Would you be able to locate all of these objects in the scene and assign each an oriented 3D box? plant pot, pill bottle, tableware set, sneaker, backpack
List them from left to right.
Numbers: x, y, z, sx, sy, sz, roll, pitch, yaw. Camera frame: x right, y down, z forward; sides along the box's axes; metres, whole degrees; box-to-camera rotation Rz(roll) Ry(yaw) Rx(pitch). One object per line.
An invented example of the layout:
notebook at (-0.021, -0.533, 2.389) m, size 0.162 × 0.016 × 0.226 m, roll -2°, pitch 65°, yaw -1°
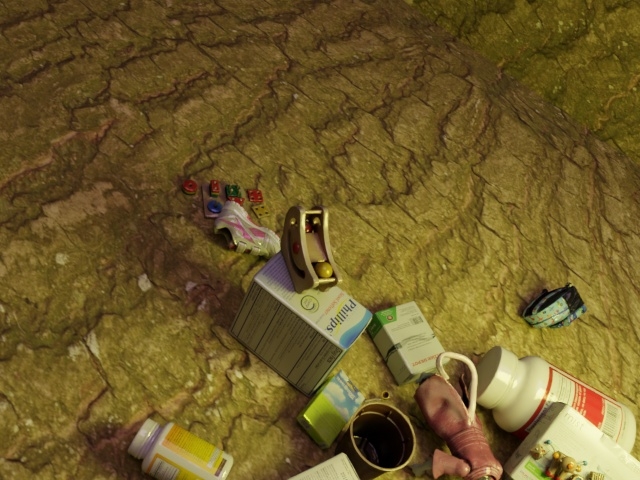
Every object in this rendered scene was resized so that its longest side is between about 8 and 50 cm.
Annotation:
pill bottle at (-0.308, 0.480, 1.375) m, size 0.215 × 0.117 × 0.117 m, roll 30°, pitch 47°, yaw 0°
sneaker at (-0.213, 0.002, 1.832) m, size 0.252 × 0.103 × 0.111 m, roll 38°, pitch 61°, yaw 4°
plant pot at (0.121, 0.502, 1.522) m, size 0.167 × 0.165 × 0.167 m, roll 12°, pitch 50°, yaw -15°
tableware set at (0.180, 0.471, 1.640) m, size 0.104 × 0.024 × 0.154 m, roll -14°, pitch 55°, yaw 0°
pill bottle at (0.634, 0.467, 1.745) m, size 0.407 × 0.229 × 0.229 m, roll 29°, pitch 47°, yaw 0°
backpack at (0.757, 0.232, 2.051) m, size 0.173 × 0.158 × 0.117 m, roll -30°, pitch 87°, yaw -25°

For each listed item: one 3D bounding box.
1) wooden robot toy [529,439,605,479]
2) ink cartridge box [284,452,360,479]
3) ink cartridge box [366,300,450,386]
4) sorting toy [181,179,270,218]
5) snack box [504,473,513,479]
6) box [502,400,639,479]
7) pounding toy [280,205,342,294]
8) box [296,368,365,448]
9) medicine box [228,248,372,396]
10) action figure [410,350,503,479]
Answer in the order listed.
wooden robot toy at (0.575, 0.531, 1.451) m, size 0.173 × 0.079 × 0.076 m, roll 29°, pitch 84°, yaw 12°
ink cartridge box at (-0.012, 0.650, 1.350) m, size 0.395 × 0.151 × 0.270 m, roll -15°, pitch 61°, yaw -32°
ink cartridge box at (0.250, 0.296, 1.804) m, size 0.153 × 0.087 × 0.208 m, roll -11°, pitch 58°, yaw -32°
sorting toy at (-0.285, -0.127, 1.933) m, size 0.274 × 0.046 × 0.132 m, roll 4°, pitch 52°, yaw -22°
snack box at (0.553, 0.716, 1.597) m, size 0.207 × 0.070 × 0.174 m, roll 35°, pitch 45°, yaw 8°
box at (0.631, 0.571, 1.540) m, size 0.262 × 0.127 × 0.231 m, roll 39°, pitch 85°, yaw 11°
pounding toy at (0.000, 0.000, 1.526) m, size 0.154 × 0.154 × 0.270 m, roll -3°, pitch 54°, yaw -28°
box at (0.028, 0.429, 1.604) m, size 0.109 × 0.042 × 0.178 m, roll 51°, pitch 47°, yaw -5°
medicine box at (-0.059, 0.213, 1.608) m, size 0.289 × 0.263 × 0.149 m, roll 37°, pitch 47°, yaw 7°
action figure at (0.384, 0.509, 1.584) m, size 0.248 × 0.276 × 0.370 m, roll 10°, pitch 36°, yaw -25°
